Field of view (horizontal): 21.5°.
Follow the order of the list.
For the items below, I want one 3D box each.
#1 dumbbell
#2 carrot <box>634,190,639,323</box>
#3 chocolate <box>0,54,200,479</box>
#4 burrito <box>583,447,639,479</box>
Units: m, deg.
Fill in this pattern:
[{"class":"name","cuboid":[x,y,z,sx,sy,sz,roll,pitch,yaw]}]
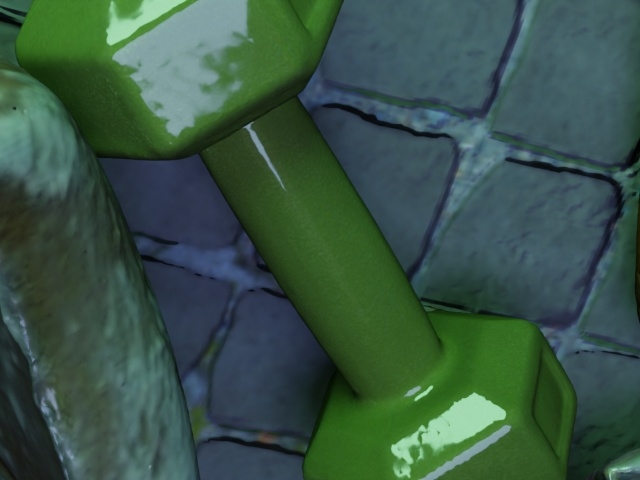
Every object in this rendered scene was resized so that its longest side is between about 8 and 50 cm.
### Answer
[{"class":"dumbbell","cuboid":[0.000,0.000,0.680,0.108,0.121,0.302,-16,123,26]},{"class":"carrot","cuboid":[0.165,-0.057,0.729,0.059,0.059,0.248,-8,114,-11]},{"class":"chocolate","cuboid":[-0.105,0.026,0.650,0.080,0.157,0.254,-29,122,-24]},{"class":"burrito","cuboid":[0.219,0.129,0.814,0.229,0.089,0.144,-17,104,-7]}]
